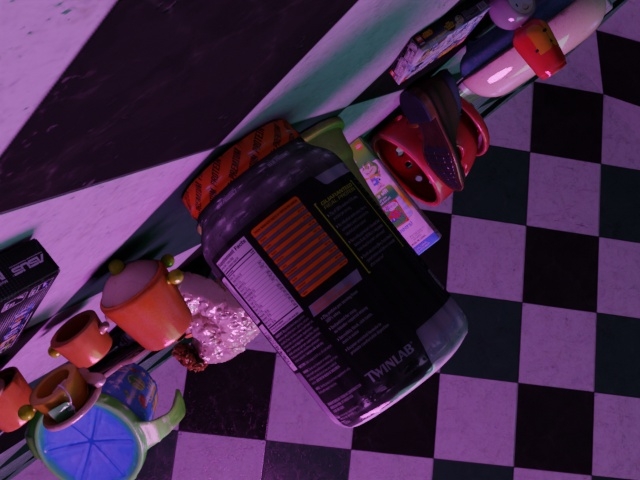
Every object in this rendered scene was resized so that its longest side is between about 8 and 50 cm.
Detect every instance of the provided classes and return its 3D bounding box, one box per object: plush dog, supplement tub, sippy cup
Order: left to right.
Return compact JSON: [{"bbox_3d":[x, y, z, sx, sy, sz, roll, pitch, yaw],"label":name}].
[{"bbox_3d":[-0.458,0.377,1.725,0.224,0.305,0.240,-72,-174,-67],"label":"sippy cup"},{"bbox_3d":[-0.170,0.146,1.519,0.262,0.210,0.225,-37,164,-35],"label":"plush dog"},{"bbox_3d":[0.000,0.035,0.962,0.207,0.338,0.207,-38,177,-2],"label":"supplement tub"}]

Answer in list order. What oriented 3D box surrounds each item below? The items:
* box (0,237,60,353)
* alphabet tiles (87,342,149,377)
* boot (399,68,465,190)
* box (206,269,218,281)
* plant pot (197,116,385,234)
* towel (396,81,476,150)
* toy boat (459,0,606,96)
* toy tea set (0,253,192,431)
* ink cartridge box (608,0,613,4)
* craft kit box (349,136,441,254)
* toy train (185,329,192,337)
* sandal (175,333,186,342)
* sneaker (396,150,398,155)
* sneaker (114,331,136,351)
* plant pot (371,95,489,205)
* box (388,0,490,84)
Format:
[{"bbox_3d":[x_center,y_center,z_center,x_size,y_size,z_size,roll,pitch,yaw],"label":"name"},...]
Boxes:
[{"bbox_3d":[-0.336,0.091,0.699,0.184,0.045,0.191,-38,177,-44],"label":"box"},{"bbox_3d":[-0.356,0.203,1.641,0.342,0.011,0.285,-37,-170,-40],"label":"alphabet tiles"},{"bbox_3d":[0.233,-0.201,1.447,0.106,0.219,0.082,-43,-150,-24],"label":"boot"},{"bbox_3d":[-0.174,0.042,1.737,0.145,0.038,0.186,-38,178,-21],"label":"box"},{"bbox_3d":[0.000,0.000,1.207,0.276,0.254,0.276,-37,176,-3],"label":"plant pot"},{"bbox_3d":[0.280,-0.301,1.967,0.325,0.038,0.248,-38,176,25],"label":"towel"},{"bbox_3d":[0.329,-0.340,1.283,0.267,0.148,0.318,-34,-175,18],"label":"toy boat"},{"bbox_3d":[-0.318,0.121,1.030,0.336,0.124,0.200,-41,-153,-15],"label":"toy tea set"},{"bbox_3d":[0.452,-0.427,1.522,0.172,0.100,0.237,-40,175,25],"label":"ink cartridge box"},{"bbox_3d":[0.060,-0.027,1.542,0.250,0.246,0.061,-39,179,15],"label":"craft kit box"},{"bbox_3d":[-0.314,0.204,1.841,0.125,0.046,0.166,-15,176,34],"label":"toy train"},{"bbox_3d":[-0.351,0.215,1.983,0.219,0.060,0.090,-41,175,35],"label":"sandal"},{"bbox_3d":[0.086,-0.147,1.758,0.222,0.118,0.083,2,170,-39],"label":"sneaker"},{"bbox_3d":[-0.388,0.199,1.601,0.069,0.038,0.098,-39,176,2],"label":"sneaker"},{"bbox_3d":[0.223,-0.192,1.591,0.174,0.191,0.191,-44,178,-13],"label":"plant pot"},{"bbox_3d":[0.165,-0.280,1.118,0.137,0.027,0.094,-36,175,-23],"label":"box"}]
